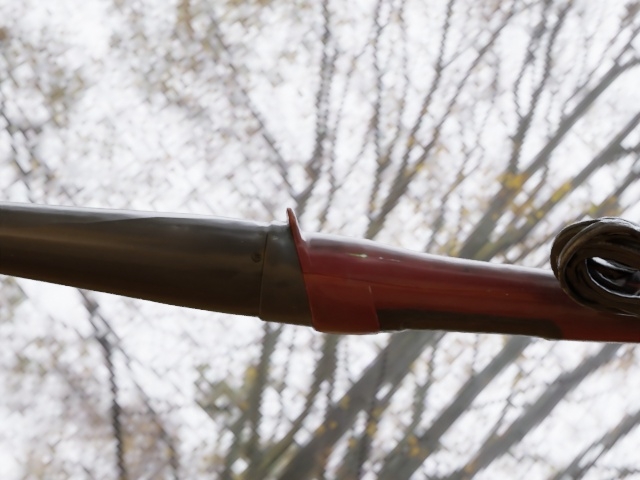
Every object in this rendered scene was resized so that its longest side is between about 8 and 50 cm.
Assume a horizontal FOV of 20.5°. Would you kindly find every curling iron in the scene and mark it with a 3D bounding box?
[{"bbox_3d":[0.000,0.000,0.513,0.274,0.035,0.068,4,-48,9],"label":"curling iron"}]
